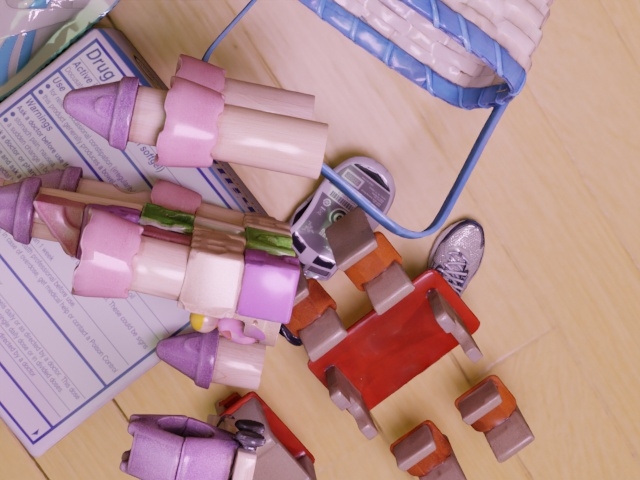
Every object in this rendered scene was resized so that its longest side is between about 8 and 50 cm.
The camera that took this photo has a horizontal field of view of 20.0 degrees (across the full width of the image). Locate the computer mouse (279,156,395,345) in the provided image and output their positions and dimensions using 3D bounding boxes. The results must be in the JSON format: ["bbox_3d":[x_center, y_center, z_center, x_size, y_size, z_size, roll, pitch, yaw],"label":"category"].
[{"bbox_3d":[0.000,0.000,1.724,0.106,0.042,0.193,39,102,-7],"label":"computer mouse"}]

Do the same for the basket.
[{"bbox_3d":[0.068,-0.178,1.595,0.255,0.201,0.289,37,75,-10],"label":"basket"}]

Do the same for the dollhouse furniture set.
[{"bbox_3d":[0.026,0.129,1.691,0.259,0.135,0.262,-37,114,7],"label":"dollhouse furniture set"}]

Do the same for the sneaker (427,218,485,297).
[{"bbox_3d":[0.120,0.044,1.734,0.052,0.058,0.135,27,98,-10],"label":"sneaker"}]

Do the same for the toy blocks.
[{"bbox_3d":[-0.153,0.011,1.417,0.260,0.288,0.309,11,99,-5],"label":"toy blocks"}]

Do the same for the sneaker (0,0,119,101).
[{"bbox_3d":[-0.282,-0.186,1.629,0.229,0.087,0.092,-43,101,-11],"label":"sneaker"}]

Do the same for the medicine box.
[{"bbox_3d":[-0.220,-0.003,1.630,0.289,0.149,0.263,-38,95,4],"label":"medicine box"}]
